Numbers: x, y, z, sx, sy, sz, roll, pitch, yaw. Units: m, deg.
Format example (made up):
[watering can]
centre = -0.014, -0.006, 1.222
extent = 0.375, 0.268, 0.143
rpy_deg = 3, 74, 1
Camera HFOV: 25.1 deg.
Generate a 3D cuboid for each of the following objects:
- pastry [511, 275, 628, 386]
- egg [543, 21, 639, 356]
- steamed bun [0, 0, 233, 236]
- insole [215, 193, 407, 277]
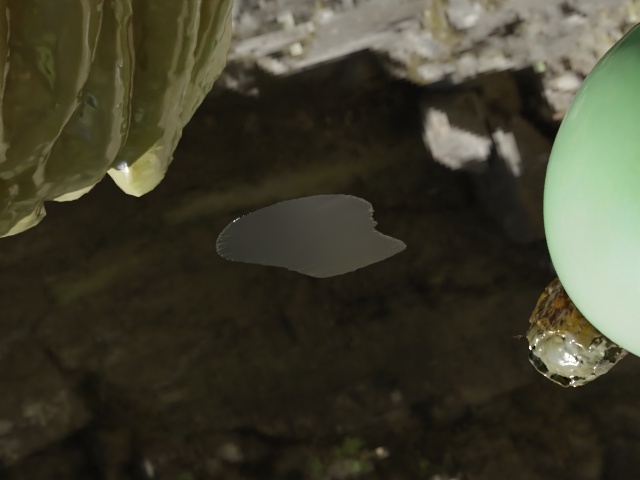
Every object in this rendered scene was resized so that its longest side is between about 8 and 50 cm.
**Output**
[pastry]
centre = 0.262, 0.070, 1.384
extent = 0.081, 0.153, 0.153
rpy_deg = 43, 171, -6
[egg]
centre = 0.245, -0.033, 0.829
extent = 0.270, 0.220, 0.220
rpy_deg = -53, 52, 50
[steamed bun]
centre = -0.173, -0.120, 0.811
extent = 0.325, 0.230, 0.372
rpy_deg = 115, 179, -49
[insole]
centre = 0.000, 0.000, 1.035
extent = 0.322, 0.109, 0.007
rpy_deg = 22, -131, -74
